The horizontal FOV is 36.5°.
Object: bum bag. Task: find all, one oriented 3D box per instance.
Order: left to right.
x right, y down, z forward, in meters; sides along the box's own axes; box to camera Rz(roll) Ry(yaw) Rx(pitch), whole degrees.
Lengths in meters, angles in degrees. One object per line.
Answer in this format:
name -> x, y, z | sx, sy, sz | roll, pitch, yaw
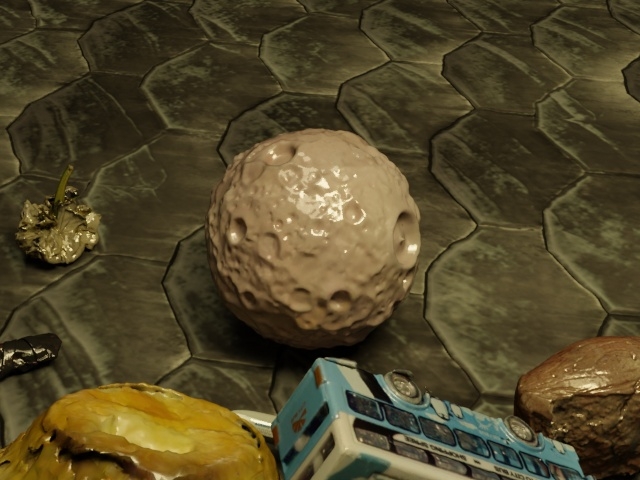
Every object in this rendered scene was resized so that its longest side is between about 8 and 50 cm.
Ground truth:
bum bag -> -0.357, 0.133, 1.109 | 0.124, 0.034, 0.058 | -19, 28, -26

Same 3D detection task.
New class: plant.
plant -> -0.341, -0.035, 1.271 | 0.104, 0.122, 0.116 | 18, 31, 2

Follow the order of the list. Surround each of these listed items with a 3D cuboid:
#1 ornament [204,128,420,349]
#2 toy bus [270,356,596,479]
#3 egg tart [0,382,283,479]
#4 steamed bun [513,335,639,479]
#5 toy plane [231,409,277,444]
ornament -> 0.000, 0.000, 1.122 | 0.225, 0.259, 0.259 | -2, 31, 32
toy bus -> 0.109, 0.210, 0.870 | 0.297, 0.106, 0.131 | 23, 26, -22
egg tart -> -0.144, 0.213, 0.834 | 0.341, 0.129, 0.341 | 15, 7, -2
steamed bun -> 0.283, 0.175, 0.998 | 0.175, 0.145, 0.106 | -14, 41, -14
toy plane -> 0.009, 0.211, 1.001 | 0.226, 0.058, 0.226 | 7, 30, -1
